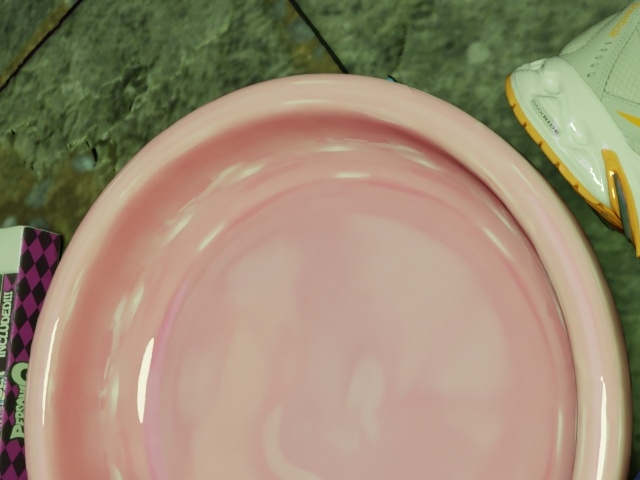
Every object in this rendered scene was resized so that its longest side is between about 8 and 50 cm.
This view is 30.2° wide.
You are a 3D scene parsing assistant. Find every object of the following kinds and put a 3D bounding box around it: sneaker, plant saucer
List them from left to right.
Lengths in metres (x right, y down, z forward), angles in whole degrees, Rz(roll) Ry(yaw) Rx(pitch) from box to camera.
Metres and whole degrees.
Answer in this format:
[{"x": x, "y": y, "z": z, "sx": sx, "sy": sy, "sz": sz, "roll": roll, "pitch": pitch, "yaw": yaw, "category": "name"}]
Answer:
[{"x": -0.002, "y": 0.085, "z": 0.602, "sx": 0.332, "sy": 0.084, "sz": 0.332, "roll": -5, "pitch": 80, "yaw": 29, "category": "plant saucer"}, {"x": 0.193, "y": -0.018, "z": 0.516, "sx": 0.121, "sy": 0.099, "sz": 0.262, "roll": -40, "pitch": 60, "yaw": 12, "category": "sneaker"}]

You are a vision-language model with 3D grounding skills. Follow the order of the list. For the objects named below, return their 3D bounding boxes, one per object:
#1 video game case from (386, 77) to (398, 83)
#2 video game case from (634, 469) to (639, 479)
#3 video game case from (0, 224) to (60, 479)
[{"x": 0.000, "y": 0.000, "z": 0.681, "sx": 0.166, "sy": 0.015, "sz": 0.119, "roll": -35, "pitch": 61, "yaw": 20, "category": "video game case"}, {"x": 0.253, "y": 0.085, "z": 0.406, "sx": 0.244, "sy": 0.061, "sz": 0.269, "roll": 28, "pitch": 92, "yaw": 6, "category": "video game case"}, {"x": -0.273, "y": 0.112, "z": 0.808, "sx": 0.210, "sy": 0.042, "sz": 0.232, "roll": -6, "pitch": 74, "yaw": 33, "category": "video game case"}]
